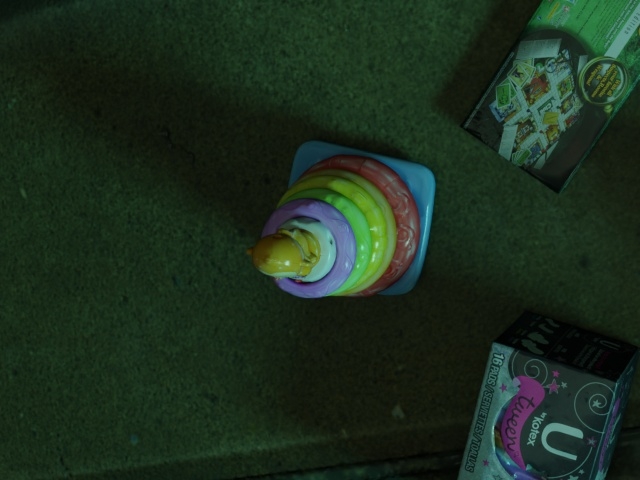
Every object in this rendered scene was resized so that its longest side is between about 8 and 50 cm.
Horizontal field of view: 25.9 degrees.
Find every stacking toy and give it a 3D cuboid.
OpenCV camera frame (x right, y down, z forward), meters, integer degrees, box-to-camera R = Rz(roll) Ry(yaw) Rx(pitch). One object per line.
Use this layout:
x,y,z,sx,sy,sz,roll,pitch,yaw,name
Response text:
0.000,0.000,1.470,0.175,0.302,0.166,14,104,16,stacking toy

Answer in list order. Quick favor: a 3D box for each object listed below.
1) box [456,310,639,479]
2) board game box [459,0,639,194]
0.239,0.225,1.500,0.142,0.163,0.247,16,105,18,box
0.274,-0.192,1.485,0.136,0.030,0.260,37,110,12,board game box
